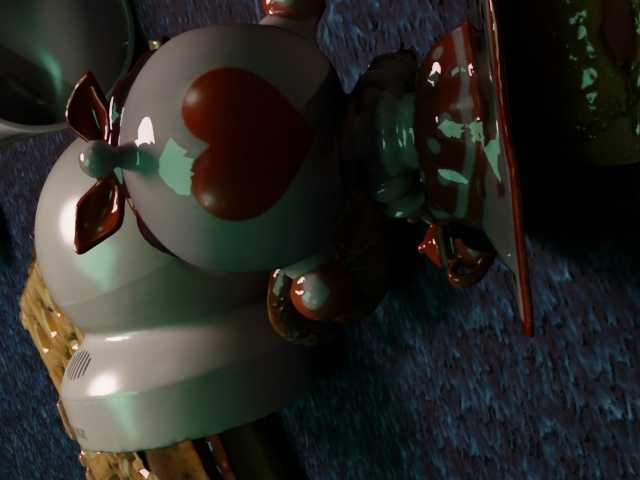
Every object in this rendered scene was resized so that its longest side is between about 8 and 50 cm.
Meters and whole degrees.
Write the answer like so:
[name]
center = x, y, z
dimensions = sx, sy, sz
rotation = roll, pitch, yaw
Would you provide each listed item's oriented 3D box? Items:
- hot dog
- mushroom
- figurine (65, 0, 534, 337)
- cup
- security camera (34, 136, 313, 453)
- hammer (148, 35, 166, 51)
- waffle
[hot dog]
center = 0.105, -0.171, 0.647
dimensions = 0.088, 0.061, 0.285
rotation = -170, 65, -71
[mushroom]
center = 0.002, 0.000, 0.919
dimensions = 0.135, 0.080, 0.170
rotation = -123, 27, -48
[figurine]
center = -0.018, -0.044, 0.709
dimensions = 0.160, 0.226, 0.183
rotation = -86, -13, -69
[cup]
center = -0.254, -0.185, 1.215
dimensions = 0.167, 0.221, 0.202
rotation = 40, 161, -18
[security camera]
center = -0.117, 0.020, 1.031
dimensions = 0.194, 0.195, 0.236
rotation = -6, 99, 62
[hammer]
center = -0.116, -0.069, 1.151
dimensions = 0.062, 0.013, 0.198
rotation = 18, 123, 57
[waffle]
center = -0.150, 0.165, 1.246
dimensions = 0.376, 0.114, 0.261
rotation = 64, 154, 10
